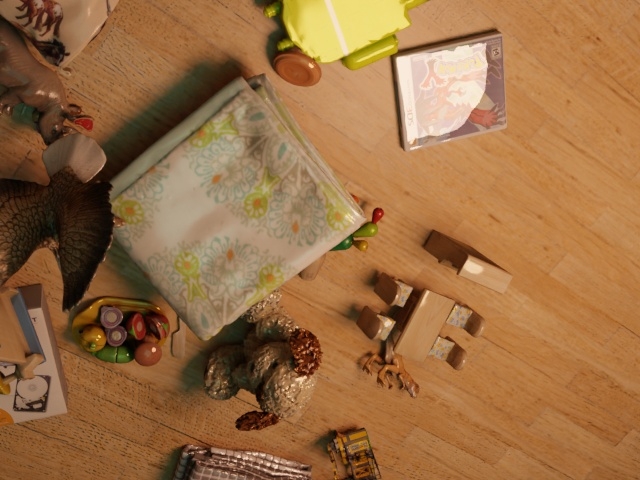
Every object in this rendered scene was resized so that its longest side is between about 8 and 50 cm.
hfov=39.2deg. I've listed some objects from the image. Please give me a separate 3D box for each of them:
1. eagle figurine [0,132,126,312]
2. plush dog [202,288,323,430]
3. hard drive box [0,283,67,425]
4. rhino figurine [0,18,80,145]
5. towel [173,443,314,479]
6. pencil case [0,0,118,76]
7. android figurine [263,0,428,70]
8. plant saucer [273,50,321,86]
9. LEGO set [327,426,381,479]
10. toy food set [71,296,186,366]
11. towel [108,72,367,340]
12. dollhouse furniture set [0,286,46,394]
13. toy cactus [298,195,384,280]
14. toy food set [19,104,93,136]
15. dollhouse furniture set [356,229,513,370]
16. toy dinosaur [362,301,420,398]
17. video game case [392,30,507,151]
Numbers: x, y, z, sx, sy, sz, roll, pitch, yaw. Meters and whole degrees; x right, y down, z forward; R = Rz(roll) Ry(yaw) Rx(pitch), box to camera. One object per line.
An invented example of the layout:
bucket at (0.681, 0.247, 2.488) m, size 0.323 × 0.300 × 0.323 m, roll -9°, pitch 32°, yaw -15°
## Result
eagle figurine at (-0.396, -0.014, 1.333) m, size 0.226 × 0.298 × 0.225 m, roll -44°, pitch 94°, yaw 12°
plush dog at (-0.078, 0.237, 1.668) m, size 0.210 × 0.225 × 0.262 m, roll 21°, pitch 109°, yaw -24°
hard drive box at (-0.563, 0.210, 1.601) m, size 0.181 × 0.089 × 0.232 m, roll -11°, pitch 119°, yaw -10°
rhino figurine at (-0.461, -0.237, 1.394) m, size 0.106 × 0.073 × 0.243 m, roll -38°, pitch 113°, yaw 6°
towel at (-0.174, 0.554, 1.858) m, size 0.283 × 0.121 × 0.235 m, roll 15°, pitch 111°, yaw -16°
pencil case at (-0.464, -0.415, 1.260) m, size 0.183 × 0.160 × 0.410 m, roll -39°, pitch 120°, yaw 18°
android figurine at (0.042, -0.396, 1.468) m, size 0.272 × 0.056 × 0.248 m, roll -26°, pitch 121°, yaw -1°
plant saucer at (-0.039, -0.283, 1.497) m, size 0.083 × 0.083 × 0.013 m, roll 34°, pitch 60°, yaw -27°
LEGO set at (0.047, 0.568, 1.847) m, size 0.192 × 0.331 × 0.255 m, roll -16°, pitch 140°, yaw -5°
toy food set at (-0.345, 0.179, 1.654) m, size 0.217 × 0.071 × 0.128 m, roll 7°, pitch 115°, yaw -19°
towel at (-0.155, -0.053, 1.506) m, size 0.374 × 0.090 × 0.321 m, roll -36°, pitch 97°, yaw 10°
dollhouse furniture set at (-0.600, 0.107, 1.372) m, size 0.198 × 0.286 × 0.303 m, roll -25°, pitch 80°, yaw -1°
toy cactus at (0.000, 0.000, 1.649) m, size 0.218 × 0.112 × 0.181 m, roll -2°, pitch 128°, yaw -24°
toy food set at (-0.422, -0.198, 1.465) m, size 0.122 × 0.019 × 0.078 m, roll 20°, pitch 110°, yaw -24°
dollhouse furniture set at (0.230, 0.126, 1.710) m, size 0.212 × 0.161 × 0.242 m, roll 22°, pitch 99°, yaw -25°
toy dinosaur at (0.144, 0.236, 1.837) m, size 0.112 × 0.064 × 0.212 m, roll -32°, pitch 118°, yaw -30°
video game case at (0.234, -0.265, 1.609) m, size 0.201 × 0.023 × 0.184 m, roll -14°, pitch 120°, yaw -8°
